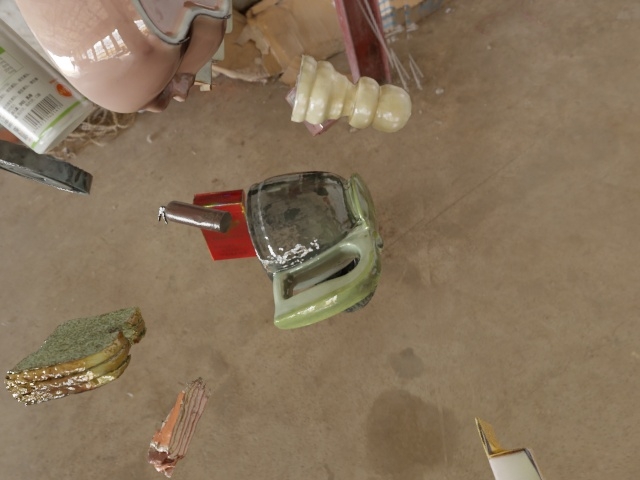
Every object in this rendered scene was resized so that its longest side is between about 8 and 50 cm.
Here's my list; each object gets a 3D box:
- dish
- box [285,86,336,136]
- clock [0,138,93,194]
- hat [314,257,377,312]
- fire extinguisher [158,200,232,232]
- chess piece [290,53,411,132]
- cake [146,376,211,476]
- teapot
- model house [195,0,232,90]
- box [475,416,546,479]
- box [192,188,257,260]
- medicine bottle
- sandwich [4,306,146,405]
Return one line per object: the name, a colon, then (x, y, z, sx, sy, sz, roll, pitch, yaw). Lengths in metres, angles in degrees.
dish: (-0.163, -0.232, 0.399, 0.090, 0.213, 0.213, -8, 55, 30)
box: (-0.016, -0.399, 1.241, 0.111, 0.156, 0.060, -45, 11, -34)
clock: (-0.837, -0.215, 1.234, 0.313, 0.312, 0.061, 12, 81, 24)
hat: (0.043, 0.073, 1.194, 0.128, 0.265, 0.265, 2, 53, 55)
fire extinguisher: (-0.416, -0.074, 1.347, 0.268, 0.089, 0.072, 12, 30, 19)
chess piece: (0.072, -0.310, 0.919, 0.261, 0.142, 0.142, 9, 58, -6)
cake: (-0.442, 0.567, 1.309, 0.135, 0.098, 0.287, -9, 49, 51)
teapot: (-0.008, -0.022, 0.809, 0.239, 0.239, 0.321, -18, 17, 16)
model house: (-0.345, -0.524, 0.992, 0.244, 0.326, 0.169, 16, 20, 43)
box: (0.169, 0.246, 0.278, 0.033, 0.129, 0.247, -23, 59, 16)
box: (-0.374, -0.056, 1.693, 0.198, 0.313, 0.089, -5, 48, 2)
medicine bottle: (-0.344, -0.184, 0.439, 0.086, 0.183, 0.086, -33, 28, 20)
sandwich: (-0.587, 0.277, 1.058, 0.249, 0.095, 0.273, -12, 17, -2)
